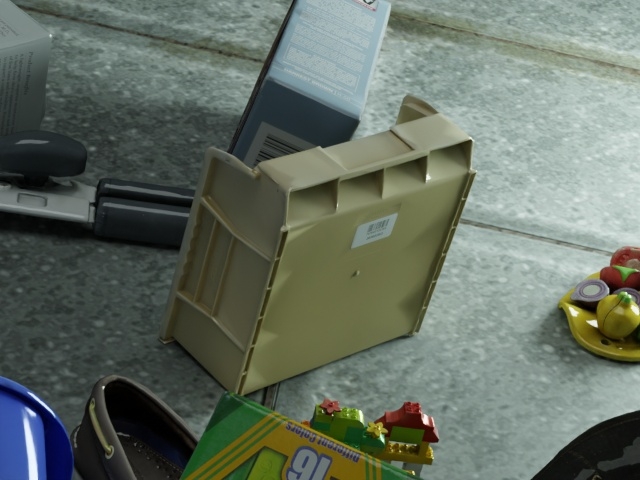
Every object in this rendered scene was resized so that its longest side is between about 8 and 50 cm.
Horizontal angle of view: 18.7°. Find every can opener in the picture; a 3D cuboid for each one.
[{"bbox_3d":[-0.216,-0.054,2.088,0.283,0.095,0.076,7,33,-9],"label":"can opener"}]

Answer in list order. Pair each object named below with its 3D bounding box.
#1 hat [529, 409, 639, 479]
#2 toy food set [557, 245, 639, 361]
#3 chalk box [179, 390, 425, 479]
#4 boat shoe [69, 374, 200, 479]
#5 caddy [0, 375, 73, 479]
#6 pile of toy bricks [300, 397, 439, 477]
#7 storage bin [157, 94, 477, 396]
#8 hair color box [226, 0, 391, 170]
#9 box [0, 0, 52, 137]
[{"bbox_3d":[0.307,0.304,1.698,0.331,0.134,0.331,-6,39,4],"label":"hat"},{"bbox_3d":[0.351,0.051,2.152,0.128,0.071,0.218,28,36,22],"label":"toy food set"},{"bbox_3d":[-0.047,0.295,1.492,0.180,0.179,0.289,22,75,14],"label":"chalk box"},{"bbox_3d":[-0.111,0.241,1.678,0.116,0.096,0.324,-13,41,-35],"label":"boat shoe"},{"bbox_3d":[-0.354,0.216,1.490,0.341,0.241,0.179,-6,44,-13],"label":"caddy"},{"bbox_3d":[0.010,0.189,1.791,0.212,0.105,0.118,7,33,-9],"label":"pile of toy bricks"},{"bbox_3d":[0.000,0.000,1.937,0.262,0.260,0.123,-17,47,-38],"label":"storage bin"},{"bbox_3d":[-0.021,-0.150,2.165,0.113,0.185,0.374,25,26,-4],"label":"hair color box"},{"bbox_3d":[-0.398,-0.177,2.131,0.119,0.181,0.182,-18,43,-39],"label":"box"}]
